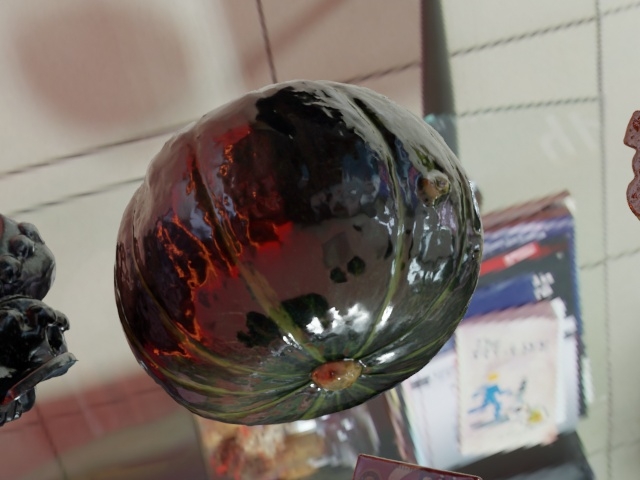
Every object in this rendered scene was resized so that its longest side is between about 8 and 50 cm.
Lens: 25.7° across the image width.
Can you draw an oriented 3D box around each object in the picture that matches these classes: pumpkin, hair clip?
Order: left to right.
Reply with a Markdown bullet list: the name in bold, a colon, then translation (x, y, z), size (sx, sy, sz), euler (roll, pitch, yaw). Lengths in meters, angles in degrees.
- **hair clip**: translation (-0.339, 0.093, 1.252), size (0.194, 0.206, 0.310), euler (-41, 172, 28)
- **pumpkin**: translation (-0.019, 0.016, 1.172), size (0.323, 0.241, 0.323), euler (-20, 158, -9)

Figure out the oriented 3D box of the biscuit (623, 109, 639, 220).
- **biscuit**: translation (0.468, -0.107, 1.660), size (0.041, 0.238, 0.212), euler (25, 86, -50)

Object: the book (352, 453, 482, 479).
- **book**: translation (0.083, 0.365, 1.582), size (0.162, 0.232, 0.022), euler (6, 161, 36)
